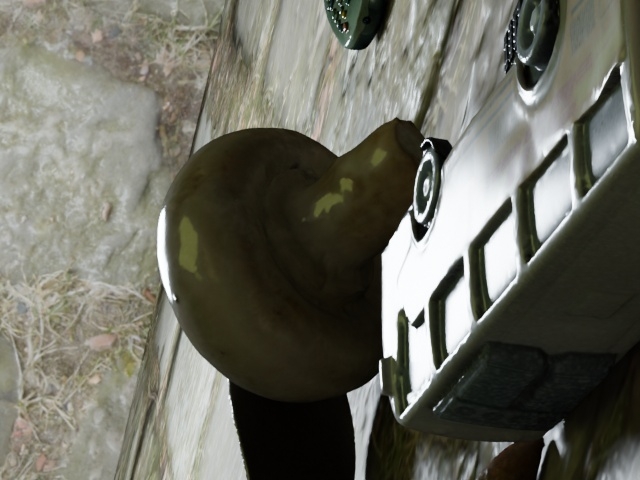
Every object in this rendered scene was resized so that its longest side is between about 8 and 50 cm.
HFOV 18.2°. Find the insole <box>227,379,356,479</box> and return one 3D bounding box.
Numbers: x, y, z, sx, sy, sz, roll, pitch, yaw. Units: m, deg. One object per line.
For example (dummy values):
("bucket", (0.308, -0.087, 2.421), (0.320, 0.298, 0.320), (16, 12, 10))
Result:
("insole", (-0.017, 0.170, 1.422), (0.007, 0.111, 0.327), (-40, 42, 42))

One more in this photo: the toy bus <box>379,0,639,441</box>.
("toy bus", (0.116, -0.016, 0.902), (0.342, 0.097, 0.138), (121, 153, -60))

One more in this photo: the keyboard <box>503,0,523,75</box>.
("keyboard", (0.145, -0.186, 1.194), (0.067, 0.011, 0.202), (-88, 14, -52))

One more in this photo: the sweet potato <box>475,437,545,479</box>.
("sweet potato", (0.057, 0.204, 1.081), (0.078, 0.058, 0.255), (-57, -4, -47))

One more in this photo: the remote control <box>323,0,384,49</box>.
("remote control", (0.030, -0.238, 1.877), (0.222, 0.042, 0.072), (-103, 26, -67))

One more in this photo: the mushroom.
("mushroom", (-0.002, 0.013, 1.404), (0.206, 0.209, 0.206), (-8, -90, -79))
